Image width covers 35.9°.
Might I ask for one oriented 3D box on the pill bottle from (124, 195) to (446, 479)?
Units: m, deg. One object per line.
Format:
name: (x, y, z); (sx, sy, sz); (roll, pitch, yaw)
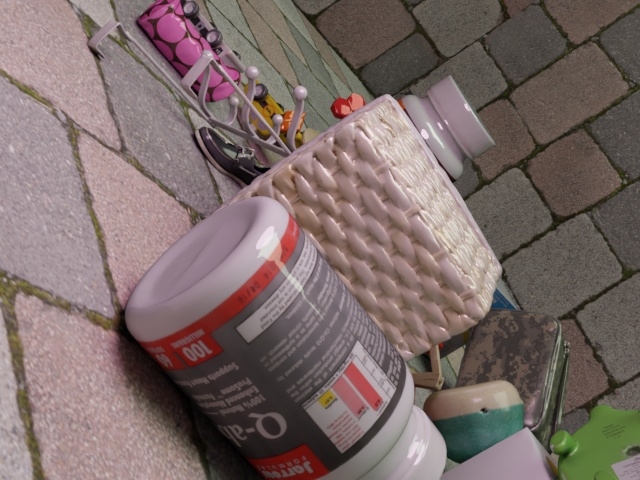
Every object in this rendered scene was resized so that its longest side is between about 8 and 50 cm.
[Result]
pill bottle: (-0.026, 0.148, 1.091); (0.363, 0.210, 0.210); (52, 14, -20)

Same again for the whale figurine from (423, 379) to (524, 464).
whale figurine: (0.269, 0.338, 1.792); (0.272, 0.216, 0.141); (111, -32, -74)

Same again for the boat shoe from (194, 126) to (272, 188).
boat shoe: (-0.137, -0.143, 1.702); (0.206, 0.065, 0.075); (41, 23, -46)

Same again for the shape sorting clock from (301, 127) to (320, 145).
shape sorting clock: (0.030, -0.100, 1.665); (0.206, 0.040, 0.206); (54, 18, -25)

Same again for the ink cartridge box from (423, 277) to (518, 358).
ink cartridge box: (0.287, 0.127, 2.239); (0.168, 0.232, 0.171); (40, 21, -47)

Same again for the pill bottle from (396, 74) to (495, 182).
pill bottle: (0.178, -0.185, 2.227); (0.224, 0.392, 0.224); (52, 13, -18)

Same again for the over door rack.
over door rack: (-0.150, -0.235, 1.501); (0.239, 0.108, 0.324); (26, -2, 37)

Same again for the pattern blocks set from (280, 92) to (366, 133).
pattern blocks set: (0.019, -0.128, 1.901); (0.324, 0.026, 0.286); (-27, 87, -36)

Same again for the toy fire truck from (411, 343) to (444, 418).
toy fire truck: (0.166, 0.249, 1.717); (0.047, 0.135, 0.192); (45, 17, -42)

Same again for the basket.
basket: (0.037, 0.024, 1.386); (0.331, 0.328, 0.266); (56, 17, -5)

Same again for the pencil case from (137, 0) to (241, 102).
pencil case: (-0.234, -0.349, 1.791); (0.209, 0.095, 0.098); (51, 49, -32)

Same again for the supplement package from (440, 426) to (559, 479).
supplement package: (0.350, 0.498, 1.654); (0.263, 0.198, 0.199); (49, 16, -29)

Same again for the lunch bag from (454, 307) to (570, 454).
lunch bag: (0.425, 0.326, 2.145); (0.256, 0.212, 0.305); (63, 39, -51)

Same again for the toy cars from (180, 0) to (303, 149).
toy cars: (-0.168, -0.310, 1.964); (0.394, 0.087, 0.176); (50, 4, -14)

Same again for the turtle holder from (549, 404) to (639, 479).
turtle holder: (0.485, 0.389, 1.552); (0.320, 0.243, 0.228); (9, -56, 59)
